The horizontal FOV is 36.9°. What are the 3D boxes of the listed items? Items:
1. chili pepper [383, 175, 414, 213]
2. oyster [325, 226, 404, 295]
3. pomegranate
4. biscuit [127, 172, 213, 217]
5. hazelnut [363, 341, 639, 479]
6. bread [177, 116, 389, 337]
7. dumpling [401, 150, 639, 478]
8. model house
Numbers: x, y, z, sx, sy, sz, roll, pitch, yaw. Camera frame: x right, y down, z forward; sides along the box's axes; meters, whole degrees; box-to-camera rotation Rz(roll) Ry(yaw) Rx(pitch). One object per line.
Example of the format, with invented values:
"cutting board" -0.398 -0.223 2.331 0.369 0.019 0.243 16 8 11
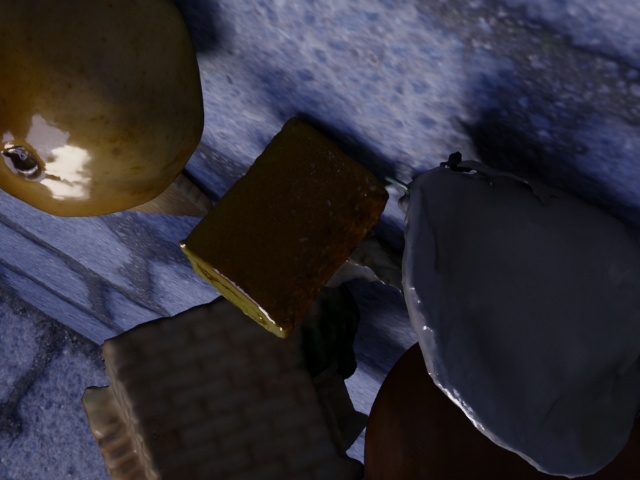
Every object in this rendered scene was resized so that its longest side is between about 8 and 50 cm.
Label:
"chili pepper" 0.122 -0.014 0.892 0.153 0.041 0.050 36 -158 -13
"oyster" 0.001 -0.004 1.037 0.233 0.107 0.161 20 163 -30
"pomegranate" -0.210 -0.126 0.829 0.233 0.233 0.233 27 160 10
"biscuit" -0.257 -0.090 1.271 0.250 0.030 0.160 5 148 51
"hazelnut" 0.198 0.265 1.024 0.366 0.365 0.366 27 160 10
"bread" -0.032 -0.012 0.904 0.132 0.172 0.103 39 165 0
"dumpling" 0.160 0.060 0.777 0.293 0.204 0.163 30 174 -26
"model house" -0.075 0.311 1.252 0.445 0.395 0.400 113 140 -65
